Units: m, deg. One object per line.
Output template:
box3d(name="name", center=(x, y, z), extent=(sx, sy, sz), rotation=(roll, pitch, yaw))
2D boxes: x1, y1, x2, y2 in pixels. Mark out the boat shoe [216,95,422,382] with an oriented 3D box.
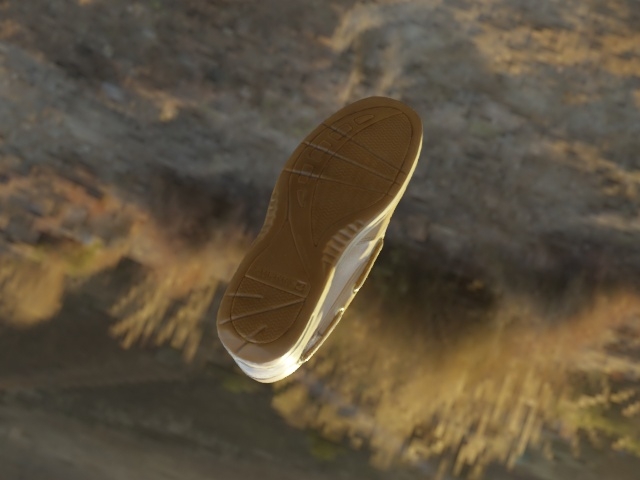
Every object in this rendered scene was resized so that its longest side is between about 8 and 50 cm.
box3d(name="boat shoe", center=(0.000, 0.000, 0.848), extent=(0.063, 0.170, 0.059), rotation=(27, 158, 16))
